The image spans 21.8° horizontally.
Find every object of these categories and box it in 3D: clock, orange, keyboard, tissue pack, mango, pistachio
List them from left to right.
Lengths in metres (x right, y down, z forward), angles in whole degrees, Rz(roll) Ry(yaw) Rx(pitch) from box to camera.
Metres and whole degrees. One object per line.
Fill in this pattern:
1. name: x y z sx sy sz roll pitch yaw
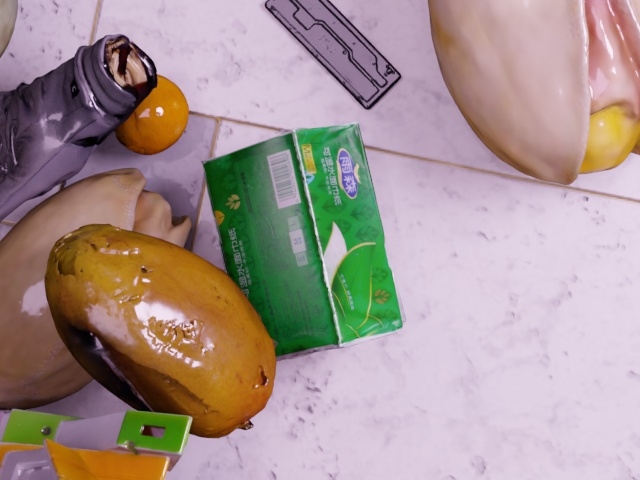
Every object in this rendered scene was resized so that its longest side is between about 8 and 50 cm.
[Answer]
1. pistachio: -0.259 0.055 1.635 0.293 0.181 0.162 -48 122 3
2. clock: -0.226 0.277 1.517 0.166 0.309 0.235 31 61 -32
3. orange: -0.172 -0.127 1.668 0.083 0.083 0.084 0 88 9
4. mango: -0.146 0.080 1.523 0.248 0.156 0.151 38 80 -21
5. tissue pack: 0.000 0.001 1.615 0.148 0.156 0.209 -16 86 44
6. keyboard: 0.012 -0.202 1.677 0.053 0.010 0.155 -44 83 6
7. pistachio: 0.217 -0.206 1.538 0.229 0.230 0.309 -20 80 7

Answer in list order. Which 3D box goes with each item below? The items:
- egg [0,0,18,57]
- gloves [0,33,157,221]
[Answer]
1. egg: -0.502 -0.264 1.592 0.428 0.345 0.345 20 91 -7
2. gloves: -0.284 -0.097 1.620 0.285 0.119 0.142 -24 65 12
